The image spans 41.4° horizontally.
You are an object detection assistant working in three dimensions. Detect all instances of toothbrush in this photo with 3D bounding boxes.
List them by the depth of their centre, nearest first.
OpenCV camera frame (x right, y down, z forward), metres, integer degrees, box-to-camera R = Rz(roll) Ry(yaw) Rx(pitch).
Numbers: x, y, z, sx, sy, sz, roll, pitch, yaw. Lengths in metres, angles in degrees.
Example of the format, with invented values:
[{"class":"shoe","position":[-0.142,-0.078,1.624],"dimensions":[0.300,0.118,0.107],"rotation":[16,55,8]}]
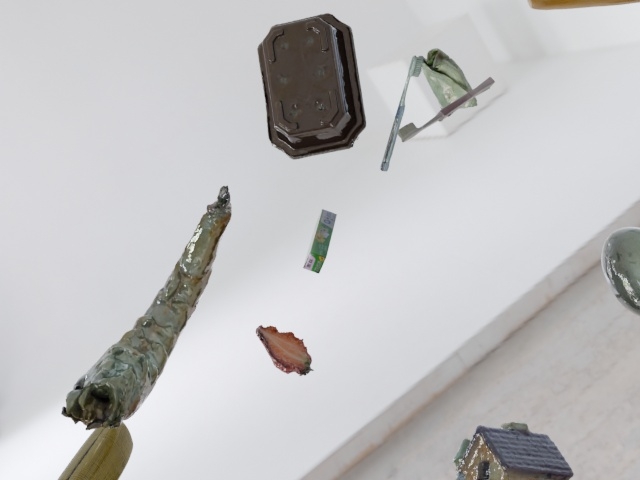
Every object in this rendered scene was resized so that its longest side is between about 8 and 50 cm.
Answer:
[{"class":"toothbrush","position":[0.156,-0.161,1.035],"dimensions":[0.194,0.017,0.014],"rotation":[-33,-11,-37]},{"class":"toothbrush","position":[0.131,-0.203,1.383],"dimensions":[0.019,0.219,0.016],"rotation":[6,39,-12]}]

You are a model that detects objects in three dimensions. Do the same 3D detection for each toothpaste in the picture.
[{"class":"toothpaste","position":[0.000,0.000,1.719],"dimensions":[0.178,0.037,0.043],"rotation":[-76,5,-58]}]

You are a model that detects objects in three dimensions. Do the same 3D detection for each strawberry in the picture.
[{"class":"strawberry","position":[-0.079,0.236,1.791],"dimensions":[0.048,0.152,0.104],"rotation":[-53,-2,32]}]

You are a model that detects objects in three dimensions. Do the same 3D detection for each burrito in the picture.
[{"class":"burrito","position":[0.210,-0.268,1.400],"dimensions":[0.074,0.118,0.044],"rotation":[1,46,41]}]

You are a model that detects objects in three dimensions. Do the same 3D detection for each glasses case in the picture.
[{"class":"glasses case","position":[-0.350,0.362,1.261],"dimensions":[0.064,0.079,0.234],"rotation":[-3,29,20]}]

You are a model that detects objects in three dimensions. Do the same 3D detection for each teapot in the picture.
[{"class":"teapot","position":[0.655,0.028,1.548],"dimensions":[0.251,0.183,0.183],"rotation":[-31,16,29]}]

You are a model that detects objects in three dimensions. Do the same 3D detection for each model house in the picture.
[{"class":"model house","position":[0.367,0.534,1.807],"dimensions":[0.312,0.245,0.280],"rotation":[-32,50,57]}]

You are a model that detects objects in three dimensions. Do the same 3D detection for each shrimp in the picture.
[{"class":"shrimp","position":[-0.171,0.088,0.935],"dimensions":[0.287,0.068,0.185],"rotation":[-56,0,-18]}]

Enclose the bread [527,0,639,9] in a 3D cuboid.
[{"class":"bread","position":[0.358,-0.321,0.990],"dimensions":[0.239,0.093,0.074],"rotation":[0,31,18]}]

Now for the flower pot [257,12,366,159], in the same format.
[{"class":"flower pot","position":[-0.024,-0.278,1.474],"dimensions":[0.178,0.251,0.084],"rotation":[-10,-7,11]}]
